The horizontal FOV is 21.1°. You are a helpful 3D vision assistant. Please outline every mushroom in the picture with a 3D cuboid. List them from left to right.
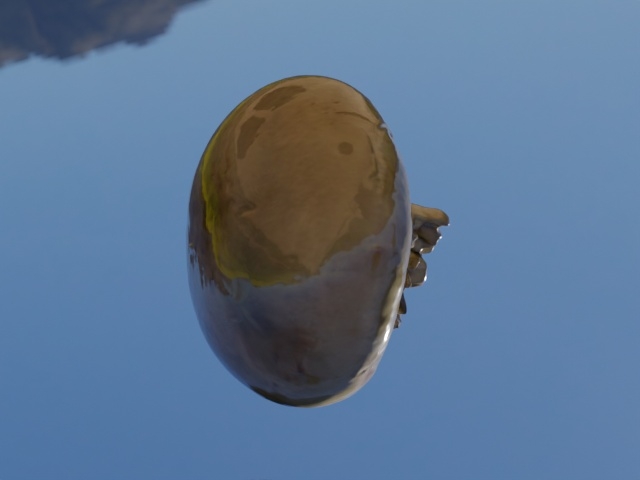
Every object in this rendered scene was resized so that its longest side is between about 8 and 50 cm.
[{"bbox_3d":[0.000,0.000,1.161,0.178,0.226,0.226,-2,-164,-9],"label":"mushroom"}]
